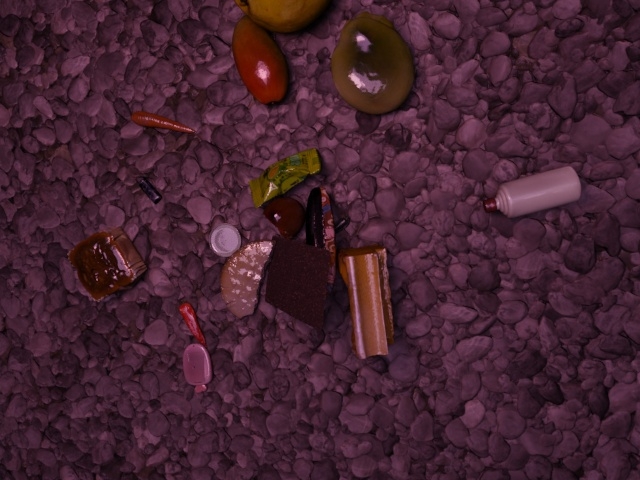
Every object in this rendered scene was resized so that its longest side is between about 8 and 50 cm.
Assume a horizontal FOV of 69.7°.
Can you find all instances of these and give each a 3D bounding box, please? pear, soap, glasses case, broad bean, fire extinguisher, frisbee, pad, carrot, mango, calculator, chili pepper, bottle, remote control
[{"bbox_3d":[-0.086,-0.751,1.291,0.375,0.287,0.287,-37,86,-19],"label":"pear"},{"bbox_3d":[0.127,0.160,1.299,0.142,0.259,0.282,-5,94,4],"label":"soap"},{"bbox_3d":[0.000,0.000,1.341,0.082,0.122,0.321,-1,73,-8],"label":"glasses case"},{"bbox_3d":[0.146,-0.507,1.330,0.237,0.119,0.291,-23,91,1],"label":"broad bean"},{"bbox_3d":[0.060,-0.046,1.416,0.083,0.025,0.038,-39,123,10],"label":"fire extinguisher"},{"bbox_3d":[-0.307,-0.001,1.486,0.110,0.014,0.110,0,93,9],"label":"frisbee"},{"bbox_3d":[-0.074,0.111,1.338,0.004,0.330,0.220,4,96,-34],"label":"pad"},{"bbox_3d":[-0.508,-0.379,1.491,0.216,0.048,0.048,13,95,4],"label":"carrot"},{"bbox_3d":[-0.188,-0.548,1.384,0.146,0.129,0.289,-29,80,9],"label":"mango"},{"bbox_3d":[-0.406,0.422,1.520,0.103,0.024,0.166,-8,91,10],"label":"calculator"},{"bbox_3d":[-0.421,0.277,1.514,0.045,0.027,0.178,-26,90,9],"label":"chili pepper"},{"bbox_3d":[0.579,-0.126,1.280,0.245,0.104,0.104,-15,90,11],"label":"bottle"},{"bbox_3d":[-0.567,-0.165,1.524,0.039,0.014,0.096,-42,85,10],"label":"remote control"}]

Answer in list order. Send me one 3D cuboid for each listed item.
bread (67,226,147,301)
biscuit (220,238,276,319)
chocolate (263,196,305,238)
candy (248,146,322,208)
[{"bbox_3d":[-0.702,0.077,1.511,0.192,0.110,0.210,-30,88,11],"label":"bread"},{"bbox_3d":[-0.245,0.115,1.452,0.141,0.038,0.290,19,103,-1],"label":"biscuit"},{"bbox_3d":[-0.111,-0.069,1.390,0.124,0.133,0.128,19,98,5],"label":"chocolate"},{"bbox_3d":[-0.112,-0.196,1.387,0.246,0.149,0.069,-31,128,15],"label":"candy"}]
